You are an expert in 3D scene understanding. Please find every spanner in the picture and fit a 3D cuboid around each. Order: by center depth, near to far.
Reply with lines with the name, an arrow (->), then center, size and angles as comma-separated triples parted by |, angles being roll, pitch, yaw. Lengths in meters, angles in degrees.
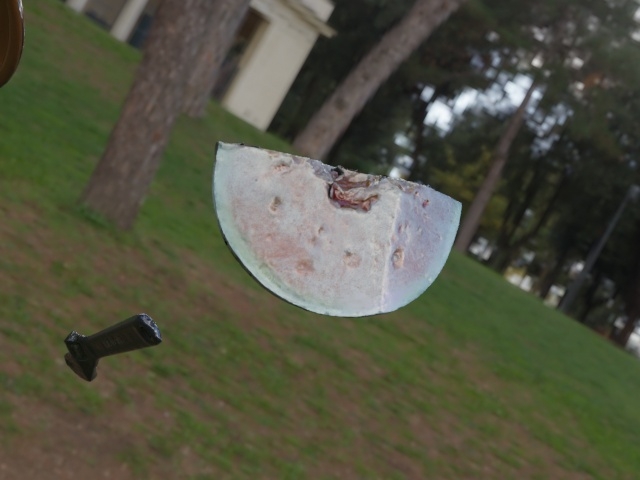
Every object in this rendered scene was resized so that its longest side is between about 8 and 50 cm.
spanner -> -0.171, 0.086, 1.019 | 0.046, 0.012, 0.208 | 55, -31, -8

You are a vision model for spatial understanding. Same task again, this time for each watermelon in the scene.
watermelon -> -0.001, 0.000, 1.560 | 0.322, 0.188, 0.175 | 16, -7, -10

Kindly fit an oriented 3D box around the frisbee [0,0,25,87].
frisbee -> -0.336, -0.233, 1.044 | 0.251, 0.021, 0.251 | 26, -42, 26
